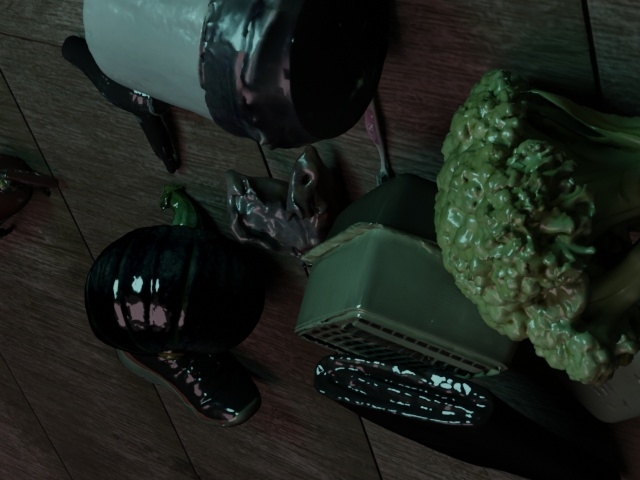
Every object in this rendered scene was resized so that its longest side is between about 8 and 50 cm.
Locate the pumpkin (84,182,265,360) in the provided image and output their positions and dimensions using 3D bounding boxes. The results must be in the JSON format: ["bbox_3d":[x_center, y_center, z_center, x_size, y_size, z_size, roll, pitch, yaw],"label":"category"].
[{"bbox_3d":[-0.195,0.042,1.909,0.248,0.248,0.248,29,147,22],"label":"pumpkin"}]

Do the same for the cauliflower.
[{"bbox_3d":[0.243,-0.023,1.290,0.281,0.327,0.260,-6,160,-5],"label":"cauliflower"}]

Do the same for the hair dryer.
[{"bbox_3d":[-0.241,-0.165,1.836,0.195,0.075,0.219,31,156,38],"label":"hair dryer"}]

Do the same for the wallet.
[{"bbox_3d":[0.182,0.220,1.627,0.228,0.062,0.406,8,166,34],"label":"wallet"}]

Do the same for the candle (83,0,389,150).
[{"bbox_3d":[-0.111,-0.232,1.440,0.342,0.221,0.221,21,143,31],"label":"candle"}]

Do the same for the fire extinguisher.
[{"bbox_3d":[-0.525,-0.060,2.248,0.141,0.105,0.341,11,162,-29],"label":"fire extinguisher"}]

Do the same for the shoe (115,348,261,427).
[{"bbox_3d":[-0.205,0.176,2.163,0.291,0.114,0.137,30,142,27],"label":"shoe"}]

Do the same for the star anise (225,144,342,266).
[{"bbox_3d":[-0.004,-0.003,1.709,0.257,0.111,0.198,46,149,-18],"label":"star anise"}]

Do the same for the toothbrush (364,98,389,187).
[{"bbox_3d":[0.060,-0.135,1.560,0.017,0.022,0.204,19,139,29],"label":"toothbrush"}]

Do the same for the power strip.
[{"bbox_3d":[0.331,0.099,1.500,0.193,0.059,0.265,47,150,-7],"label":"power strip"}]

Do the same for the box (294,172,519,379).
[{"bbox_3d":[0.103,0.048,1.507,0.220,0.166,0.290,21,166,-12],"label":"box"}]
